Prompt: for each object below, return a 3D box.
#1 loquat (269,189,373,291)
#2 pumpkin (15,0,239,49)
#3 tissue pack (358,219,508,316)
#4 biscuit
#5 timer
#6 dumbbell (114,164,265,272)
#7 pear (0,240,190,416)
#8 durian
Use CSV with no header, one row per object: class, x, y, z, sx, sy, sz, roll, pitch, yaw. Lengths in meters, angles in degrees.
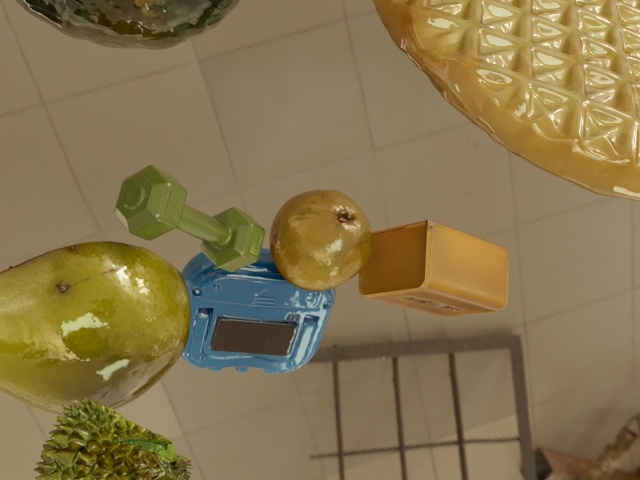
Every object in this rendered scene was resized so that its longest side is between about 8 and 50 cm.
loquat,0.000,0.000,1.589,0.208,0.208,0.208,-6,121,-11
pumpkin,-0.297,-0.512,1.221,0.455,0.344,0.454,-1,102,-4
tissue pack,0.238,0.068,1.700,0.275,0.194,0.145,17,72,-39
biscuit,0.200,-0.110,0.538,0.309,0.204,0.040,-5,145,-28
timer,-0.145,0.160,1.749,0.340,0.115,0.309,6,125,-18
dumbbell,-0.221,-0.031,1.408,0.302,0.108,0.121,29,72,-54
pear,-0.391,0.177,1.354,0.387,0.191,0.340,-7,140,-31
durian,-0.255,0.306,1.007,0.200,0.176,0.237,10,152,-4
